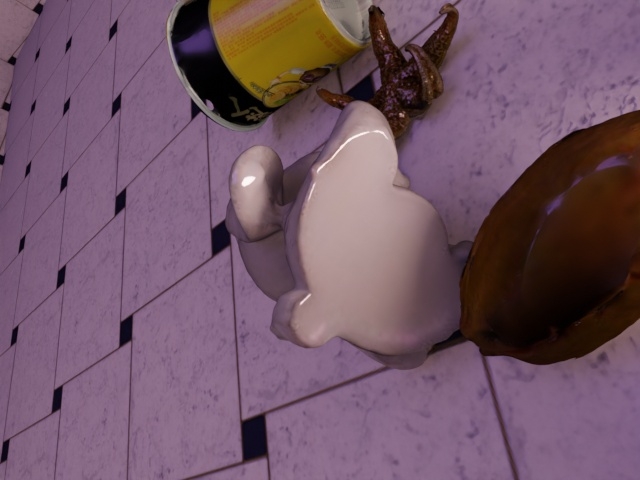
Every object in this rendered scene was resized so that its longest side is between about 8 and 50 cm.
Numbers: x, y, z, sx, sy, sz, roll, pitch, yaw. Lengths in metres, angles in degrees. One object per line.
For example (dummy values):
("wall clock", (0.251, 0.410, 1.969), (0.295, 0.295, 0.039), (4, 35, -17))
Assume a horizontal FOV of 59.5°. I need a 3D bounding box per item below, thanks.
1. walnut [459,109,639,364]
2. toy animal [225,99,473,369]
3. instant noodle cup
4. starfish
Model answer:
("walnut", (0.192, 0.006, 0.416), (0.245, 0.137, 0.137), (-61, 41, 23))
("toy animal", (0.000, 0.000, 0.574), (0.206, 0.271, 0.265), (-48, 26, -11))
("instant noodle cup", (-0.059, -0.289, 0.773), (0.236, 0.216, 0.215), (-18, 63, 34))
("starfish", (0.085, -0.202, 0.658), (0.190, 0.074, 0.146), (-44, 49, 28))
